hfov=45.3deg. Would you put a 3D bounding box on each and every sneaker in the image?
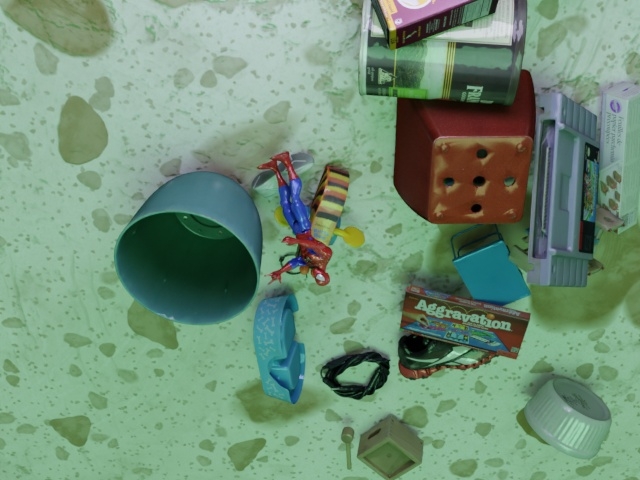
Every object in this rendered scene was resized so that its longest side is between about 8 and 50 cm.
[{"bbox_3d":[-0.072,-0.136,1.643,0.152,0.054,0.061,-25,129,24],"label":"sneaker"},{"bbox_3d":[0.313,0.254,1.877,0.276,0.098,0.135,-15,125,12],"label":"sneaker"}]

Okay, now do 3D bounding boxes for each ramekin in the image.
[{"bbox_3d":[0.636,0.443,1.947,0.207,0.207,0.109,20,114,-13],"label":"ramekin"}]

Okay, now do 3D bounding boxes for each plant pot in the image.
[{"bbox_3d":[-0.254,-0.009,1.608,0.293,0.235,0.293,3,127,4],"label":"plant pot"},{"bbox_3d":[0.289,-0.167,1.494,0.267,0.236,0.267,-1,120,0],"label":"plant pot"}]

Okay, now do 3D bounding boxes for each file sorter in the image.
[{"bbox_3d":[0.380,0.056,1.736,0.118,0.104,0.170,-25,121,16],"label":"file sorter"}]

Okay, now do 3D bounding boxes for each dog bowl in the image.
[{"bbox_3d":[-0.099,0.261,1.854,0.074,0.166,0.297,3,126,13],"label":"dog bowl"}]

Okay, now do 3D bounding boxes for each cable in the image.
[{"bbox_3d":[0.102,0.350,1.975,0.184,0.047,0.150,-24,121,15],"label":"cable"}]

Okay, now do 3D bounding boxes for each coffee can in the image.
[{"bbox_3d":[0.215,-0.352,1.377,0.275,0.201,0.202,5,125,7],"label":"coffee can"}]

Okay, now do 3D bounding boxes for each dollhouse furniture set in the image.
[{"bbox_3d":[0.524,0.001,1.631,0.183,0.129,0.129,-17,133,-35],"label":"dollhouse furniture set"}]

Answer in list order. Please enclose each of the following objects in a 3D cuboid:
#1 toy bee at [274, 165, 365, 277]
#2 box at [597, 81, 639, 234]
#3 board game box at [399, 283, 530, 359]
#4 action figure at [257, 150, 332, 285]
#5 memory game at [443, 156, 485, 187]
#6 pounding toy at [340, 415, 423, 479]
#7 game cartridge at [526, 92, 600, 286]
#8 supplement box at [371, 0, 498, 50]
[{"bbox_3d":[0.000,0.000,1.667,0.195,0.162,0.298,-2,125,-1],"label":"toy bee"},{"bbox_3d":[0.625,-0.166,1.596,0.067,0.063,0.324,-28,127,-22],"label":"box"},{"bbox_3d":[0.328,0.189,1.770,0.281,0.027,0.145,13,134,11],"label":"board game box"},{"bbox_3d":[-0.071,-0.025,1.546,0.091,0.139,0.280,-25,91,56],"label":"action figure"},{"bbox_3d":[0.271,-0.121,1.671,0.186,0.012,0.186,0,124,0],"label":"memory game"},{"bbox_3d":[0.145,0.557,2.097,0.206,0.094,0.181,40,121,-14],"label":"pounding toy"},{"bbox_3d":[0.476,-0.087,1.484,0.068,0.230,0.355,3,89,41],"label":"game cartridge"},{"bbox_3d":[0.183,-0.399,1.243,0.188,0.081,0.104,-20,79,2],"label":"supplement box"}]
